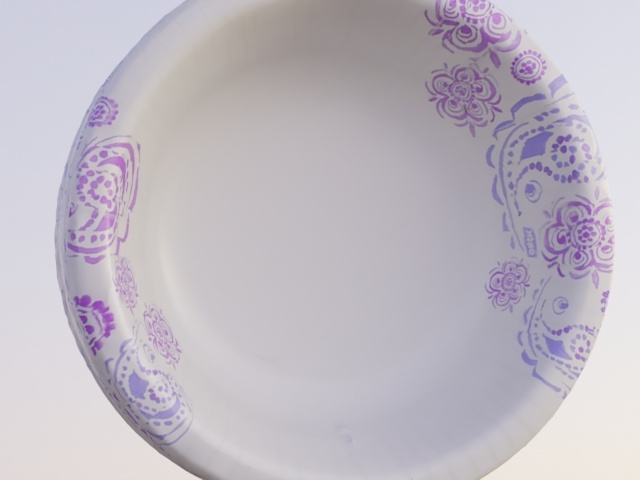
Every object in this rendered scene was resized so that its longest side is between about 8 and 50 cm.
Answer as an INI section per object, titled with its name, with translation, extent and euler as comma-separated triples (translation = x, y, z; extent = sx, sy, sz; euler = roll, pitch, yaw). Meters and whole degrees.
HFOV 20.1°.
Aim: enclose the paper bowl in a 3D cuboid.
[paper bowl]
translation = 0.000, 0.000, 0.959
extent = 0.284, 0.284, 0.148
euler = -1, -3, -15
